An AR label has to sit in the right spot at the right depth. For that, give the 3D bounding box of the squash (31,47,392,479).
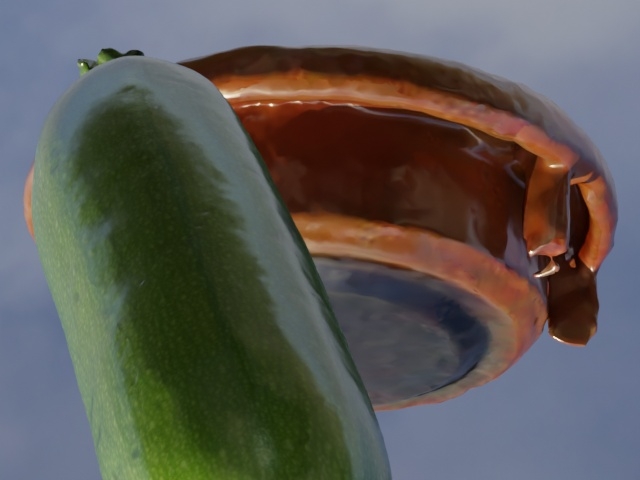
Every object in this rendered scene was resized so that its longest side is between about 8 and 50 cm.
[{"bbox_3d":[-0.053,0.011,0.620,0.101,0.101,0.378,-18,-148,-4],"label":"squash"}]

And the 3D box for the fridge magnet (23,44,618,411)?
[{"bbox_3d":[0.000,0.000,1.016,0.364,0.363,0.155,-3,-116,10],"label":"fridge magnet"}]
